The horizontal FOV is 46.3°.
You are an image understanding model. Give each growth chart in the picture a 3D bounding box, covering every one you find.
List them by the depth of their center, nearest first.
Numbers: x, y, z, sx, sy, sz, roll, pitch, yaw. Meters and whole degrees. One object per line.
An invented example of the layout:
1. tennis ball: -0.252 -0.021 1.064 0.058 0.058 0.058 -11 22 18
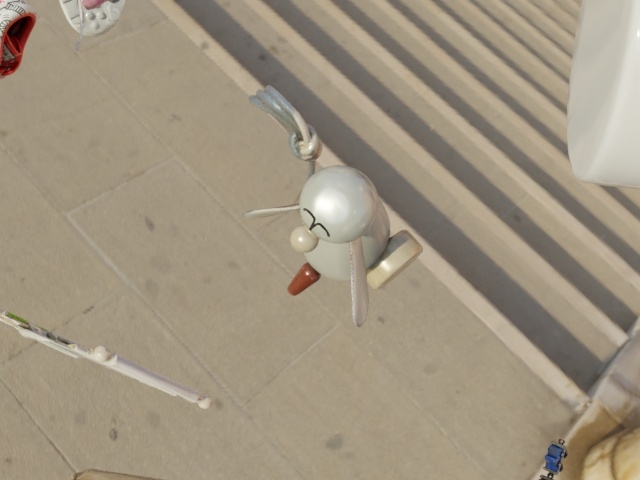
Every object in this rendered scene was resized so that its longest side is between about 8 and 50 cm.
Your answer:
1. growth chart: -0.238 0.126 0.803 0.237 0.172 0.021 10 70 38

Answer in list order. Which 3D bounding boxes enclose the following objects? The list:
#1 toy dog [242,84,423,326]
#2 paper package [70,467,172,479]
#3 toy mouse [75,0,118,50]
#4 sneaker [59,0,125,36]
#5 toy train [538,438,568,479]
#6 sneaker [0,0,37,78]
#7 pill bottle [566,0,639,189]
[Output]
1. toy dog: 0.000 0.000 0.831 0.161 0.334 0.220 -46 61 3
2. paper package: -0.085 0.384 0.759 0.325 0.309 0.168 7 50 4
3. toy mouse: -0.164 -0.206 0.532 0.031 0.161 0.143 -5 83 1
4. sneaker: -0.281 -0.352 0.861 0.090 0.095 0.235 -12 101 -31
5. toy train: 0.335 0.373 1.120 0.036 0.027 0.158 21 86 -44
6. sneaker: -0.495 -0.242 0.977 0.145 0.090 0.270 42 91 -1
7. pill bottle: 0.281 -0.073 0.317 0.319 0.176 0.176 7 54 8
